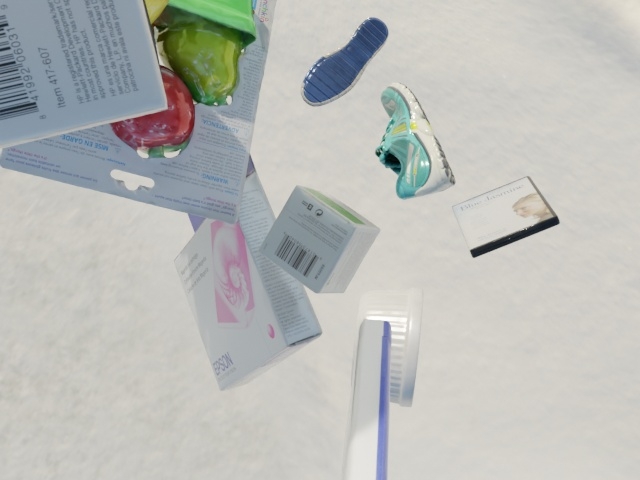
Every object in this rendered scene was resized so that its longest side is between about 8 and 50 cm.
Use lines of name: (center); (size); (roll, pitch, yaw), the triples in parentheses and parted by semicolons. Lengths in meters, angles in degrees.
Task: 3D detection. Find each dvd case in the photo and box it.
dvd case: (0.371, -0.053, 1.898); (0.180, 0.253, 0.022); (-23, 110, 8)

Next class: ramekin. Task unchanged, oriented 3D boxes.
ramekin: (0.115, 0.179, 1.611); (0.109, 0.207, 0.207); (6, 109, 5)

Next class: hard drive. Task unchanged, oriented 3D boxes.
hard drive: (0.042, 0.262, 0.980); (0.040, 0.318, 0.210); (7, 122, 2)

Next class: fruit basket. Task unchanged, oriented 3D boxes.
fruit basket: (-0.233, -0.226, 1.252); (0.327, 0.165, 0.353); (13, 86, -26)

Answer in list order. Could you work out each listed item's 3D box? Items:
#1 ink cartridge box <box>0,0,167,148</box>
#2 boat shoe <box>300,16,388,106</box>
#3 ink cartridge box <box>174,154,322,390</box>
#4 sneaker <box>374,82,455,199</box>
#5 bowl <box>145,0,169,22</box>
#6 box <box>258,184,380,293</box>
ink cartridge box: (-0.182, -0.112, 0.392); (0.203, 0.086, 0.148); (-13, 124, -6)
boat shoe: (0.035, -0.262, 1.426); (0.066, 0.066, 0.183); (45, 70, 0)
ink cartridge box: (-0.140, 0.043, 1.435); (0.071, 0.324, 0.330); (-18, 78, -28)
sneaker: (0.144, -0.178, 1.631); (0.110, 0.275, 0.107); (-24, 134, 8)
bowl: (-0.218, -0.351, 0.959); (0.156, 0.289, 0.289); (-17, 109, 18)
box: (0.000, 0.000, 1.170); (0.101, 0.087, 0.102); (35, 101, 22)
